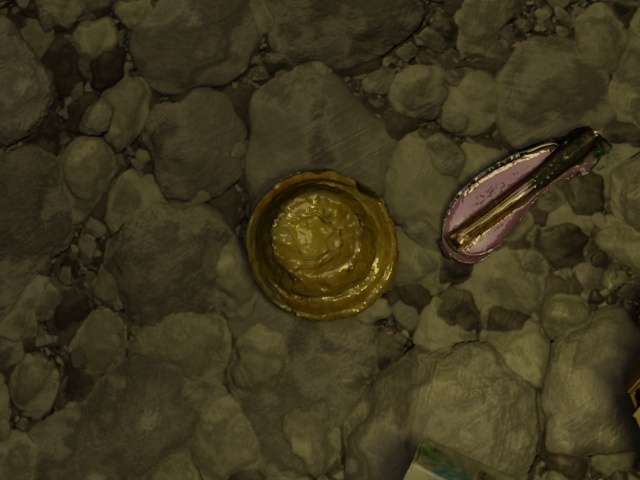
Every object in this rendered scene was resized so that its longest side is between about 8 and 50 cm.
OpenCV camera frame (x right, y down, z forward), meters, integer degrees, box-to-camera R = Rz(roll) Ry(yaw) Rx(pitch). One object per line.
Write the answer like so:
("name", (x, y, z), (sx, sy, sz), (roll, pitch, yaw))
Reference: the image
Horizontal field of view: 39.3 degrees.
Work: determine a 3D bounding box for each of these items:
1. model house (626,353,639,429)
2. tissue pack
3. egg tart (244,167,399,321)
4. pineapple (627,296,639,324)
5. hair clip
("model house", (0.629, 0.210, 1.372), (0.326, 0.169, 0.244), (-21, 91, 23))
("tissue pack", (0.242, 0.436, 1.465), (0.229, 0.145, 0.159), (23, 113, 13))
("egg tart", (0.000, 0.000, 1.601), (0.290, 0.115, 0.290), (-1, 76, 5))
("pineapple", (0.622, 0.143, 1.498), (0.221, 0.103, 0.083), (23, 114, 11))
("hair clip", (0.356, -0.096, 1.609), (0.358, 0.095, 0.110), (-36, 110, 6))
